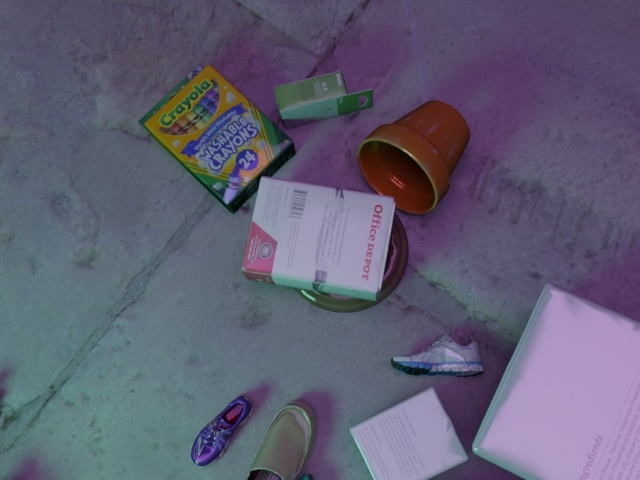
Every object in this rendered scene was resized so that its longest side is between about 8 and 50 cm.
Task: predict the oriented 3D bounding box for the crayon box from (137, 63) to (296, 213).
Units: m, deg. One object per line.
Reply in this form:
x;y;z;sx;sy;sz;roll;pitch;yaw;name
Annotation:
-0.240;-0.243;1.835;0.323;0.083;0.203;43;81;13;crayon box

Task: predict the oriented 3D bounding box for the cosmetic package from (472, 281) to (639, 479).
0.519;0.321;1.484;0.393;0.329;0.327;24;83;16;cosmetic package

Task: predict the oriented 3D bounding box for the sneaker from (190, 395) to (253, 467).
-0.208;0.384;1.676;0.068;0.071;0.170;35;81;11;sneaker

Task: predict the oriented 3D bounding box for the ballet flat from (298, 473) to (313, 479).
-0.053;0.565;1.627;0.074;0.074;0.203;28;73;10;ballet flat

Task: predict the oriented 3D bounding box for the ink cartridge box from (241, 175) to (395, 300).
0.000;0.000;1.698;0.283;0.117;0.207;10;76;6;ink cartridge box

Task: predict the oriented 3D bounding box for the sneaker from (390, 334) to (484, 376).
0.239;0.236;1.696;0.190;0.071;0.083;2;69;-5;sneaker

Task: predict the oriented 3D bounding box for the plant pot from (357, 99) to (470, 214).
0.213;-0.192;1.749;0.205;0.205;0.188;37;65;11;plant pot

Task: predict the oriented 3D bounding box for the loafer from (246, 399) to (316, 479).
-0.085;0.448;1.640;0.102;0.092;0.268;21;78;8;loafer

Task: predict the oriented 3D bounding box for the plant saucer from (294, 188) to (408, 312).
0.052;0.016;1.773;0.277;0.041;0.278;-1;76;2;plant saucer

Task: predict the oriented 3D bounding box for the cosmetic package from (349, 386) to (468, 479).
0.170;0.396;1.609;0.183;0.151;0.151;-25;76;-3;cosmetic package

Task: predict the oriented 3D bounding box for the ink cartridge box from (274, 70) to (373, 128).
0.008;-0.317;1.825;0.209;0.109;0.062;-14;76;0;ink cartridge box
